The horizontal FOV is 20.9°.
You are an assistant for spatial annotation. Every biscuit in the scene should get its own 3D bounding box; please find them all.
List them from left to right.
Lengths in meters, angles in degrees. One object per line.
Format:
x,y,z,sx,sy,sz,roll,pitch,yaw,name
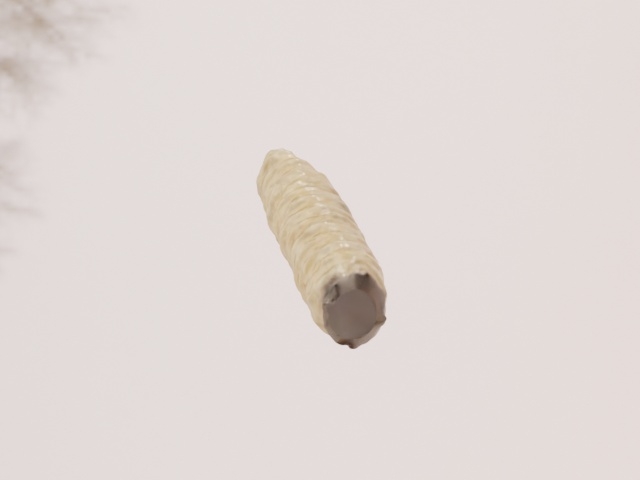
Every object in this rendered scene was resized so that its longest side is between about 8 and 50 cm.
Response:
0.000,0.000,1.144,0.219,0.055,0.061,-119,-173,-64,biscuit
